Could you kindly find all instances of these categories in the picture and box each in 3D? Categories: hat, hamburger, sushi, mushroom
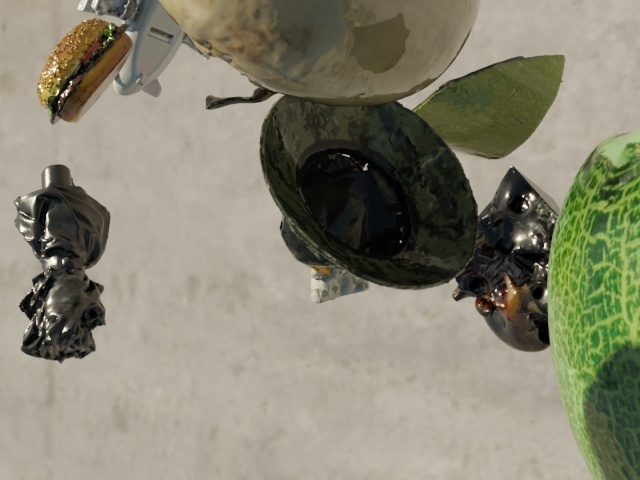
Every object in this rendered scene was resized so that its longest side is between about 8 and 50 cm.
[{"bbox_3d":[0.030,-0.035,1.292,0.128,0.265,0.265,-46,64,48],"label":"hat"},{"bbox_3d":[-0.345,-0.243,1.705,0.087,0.166,0.137,36,146,-7],"label":"hamburger"},{"bbox_3d":[0.309,0.046,1.815,0.212,0.215,0.227,-42,74,9],"label":"sushi"},{"bbox_3d":[-0.032,-0.257,1.105,0.362,0.362,0.294,56,129,26],"label":"mushroom"}]

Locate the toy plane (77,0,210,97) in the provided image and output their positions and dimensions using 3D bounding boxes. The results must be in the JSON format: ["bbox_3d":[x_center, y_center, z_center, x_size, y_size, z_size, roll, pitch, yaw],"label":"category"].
[{"bbox_3d":[-0.285,-0.354,2.002,0.118,0.252,0.252,-127,38,-51],"label":"toy plane"}]

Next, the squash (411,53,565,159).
[{"bbox_3d":[0.191,-0.138,1.429,0.192,0.184,0.085,-41,69,53],"label":"squash"}]

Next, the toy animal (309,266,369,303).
[{"bbox_3d":[0.000,0.000,1.875,0.127,0.131,0.181,-149,51,-67],"label":"toy animal"}]

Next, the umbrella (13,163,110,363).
[{"bbox_3d":[-0.338,0.026,1.573,0.110,0.122,0.272,89,173,-63],"label":"umbrella"}]

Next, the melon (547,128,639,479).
[{"bbox_3d":[0.284,0.087,0.953,0.226,0.331,0.343,-31,94,13],"label":"melon"}]
